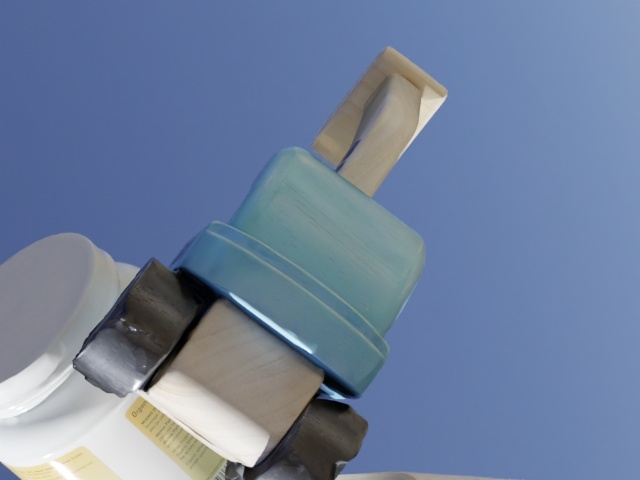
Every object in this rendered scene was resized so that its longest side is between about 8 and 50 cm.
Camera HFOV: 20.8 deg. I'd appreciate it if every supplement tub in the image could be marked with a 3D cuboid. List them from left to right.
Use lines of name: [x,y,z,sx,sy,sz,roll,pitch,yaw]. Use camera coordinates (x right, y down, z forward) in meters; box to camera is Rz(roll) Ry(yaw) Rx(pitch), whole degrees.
supplement tub: [-0.195,0.164,1.699,0.316,0.228,0.228,49,-153,-32]

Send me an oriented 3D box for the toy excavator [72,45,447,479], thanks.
toy excavator: [0.000,0.000,1.542,0.222,0.445,0.433,38,170,-5]

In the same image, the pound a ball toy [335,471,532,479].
pound a ball toy: [0.155,0.302,1.450,0.319,0.136,0.208,13,-105,-46]
